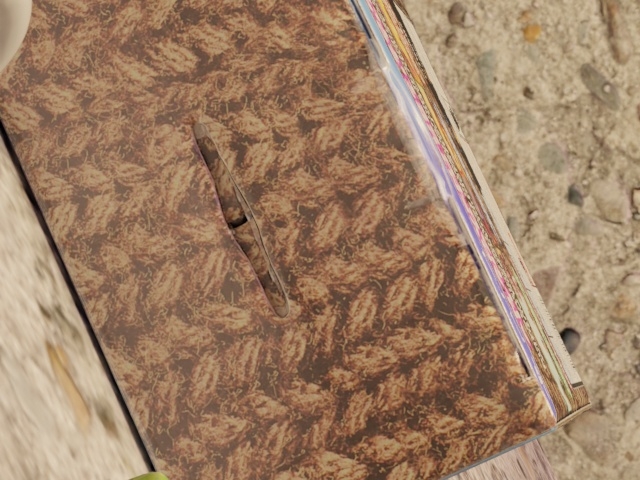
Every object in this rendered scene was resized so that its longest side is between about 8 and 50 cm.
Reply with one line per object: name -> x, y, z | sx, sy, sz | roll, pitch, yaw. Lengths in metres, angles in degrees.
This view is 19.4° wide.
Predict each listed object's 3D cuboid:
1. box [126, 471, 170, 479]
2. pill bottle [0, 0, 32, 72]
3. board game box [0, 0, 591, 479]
box -> 0.016, 0.244, 0.473 | 0.232, 0.058, 0.322 | 55, 11, -49
pill bottle -> -0.136, -0.111, 0.483 | 0.160, 0.087, 0.087 | 68, 9, 24
board game box -> 0.000, 0.000, 0.813 | 0.232, 0.141, 0.291 | 65, 8, 8
